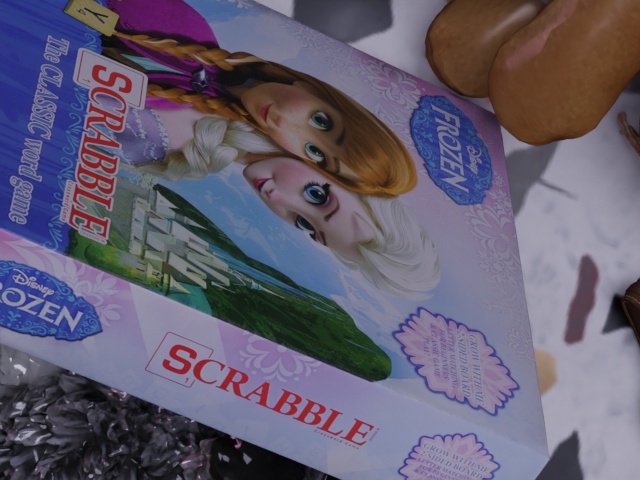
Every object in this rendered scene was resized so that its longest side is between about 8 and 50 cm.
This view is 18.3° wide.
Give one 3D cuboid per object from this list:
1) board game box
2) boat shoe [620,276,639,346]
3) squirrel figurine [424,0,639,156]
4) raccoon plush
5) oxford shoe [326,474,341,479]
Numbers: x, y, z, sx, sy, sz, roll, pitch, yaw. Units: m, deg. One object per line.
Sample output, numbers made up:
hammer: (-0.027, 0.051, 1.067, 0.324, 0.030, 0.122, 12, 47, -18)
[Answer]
board game box: (-0.042, -0.025, 1.044, 0.318, 0.319, 0.066, 23, 122, -17)
boat shoe: (0.230, 0.106, 1.215, 0.060, 0.064, 0.178, -31, 96, -8)
squirrel figurine: (0.232, -0.208, 1.123, 0.370, 0.281, 0.397, 39, 87, -12)
raccoon plush: (-0.179, 0.172, 1.105, 0.299, 0.216, 0.446, 23, 90, 5)
oxford shoe: (0.057, 0.146, 1.197, 0.096, 0.083, 0.227, 3, 86, -31)
